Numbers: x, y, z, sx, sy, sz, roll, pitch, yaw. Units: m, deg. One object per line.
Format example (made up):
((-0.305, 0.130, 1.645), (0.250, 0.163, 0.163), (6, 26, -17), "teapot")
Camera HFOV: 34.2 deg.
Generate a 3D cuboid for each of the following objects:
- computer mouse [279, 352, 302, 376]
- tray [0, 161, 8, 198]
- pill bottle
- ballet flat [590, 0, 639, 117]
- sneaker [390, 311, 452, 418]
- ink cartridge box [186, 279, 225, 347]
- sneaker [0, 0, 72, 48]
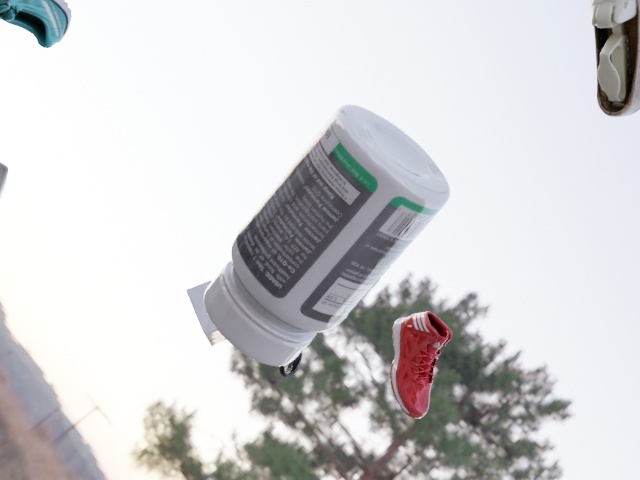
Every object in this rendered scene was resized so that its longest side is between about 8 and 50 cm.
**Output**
((-0.023, 0.186, 2.246), (0.041, 0.242, 0.071), (22, -17, 42), "computer mouse")
((-0.677, -0.112, 1.970), (0.270, 0.145, 0.030), (26, 9, 37), "tray")
((0.000, 0.000, 1.497), (0.204, 0.361, 0.204), (34, 23, -16), "pill bottle")
((0.520, -0.360, 1.809), (0.108, 0.106, 0.315), (9, -60, 43), "ballet flat")
((0.213, 0.251, 2.160), (0.128, 0.087, 0.221), (-32, -121, 50), "sneaker")
((-0.231, 0.159, 2.217), (0.180, 0.060, 0.104), (90, -24, -74), "ink cartridge box")
((-0.612, -0.489, 2.044), (0.275, 0.109, 0.107), (38, -37, -29), "sneaker")
